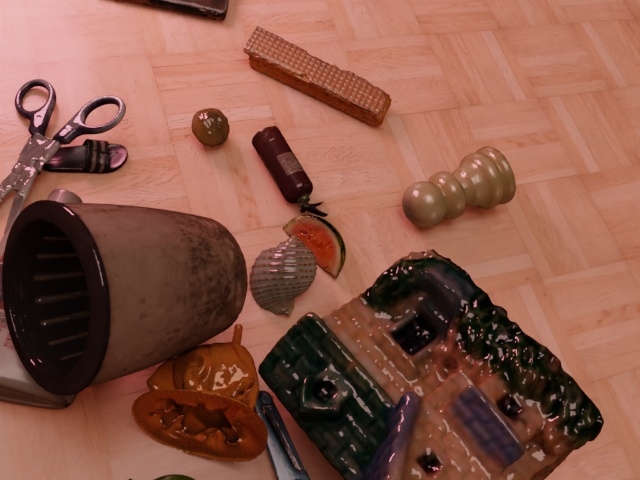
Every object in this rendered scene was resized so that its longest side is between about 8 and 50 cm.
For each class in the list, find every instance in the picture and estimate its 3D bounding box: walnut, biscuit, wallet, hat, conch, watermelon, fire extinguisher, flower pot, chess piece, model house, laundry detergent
[{"bbox_3d":[-0.243,-0.251,1.544,0.092,0.092,0.092,7,61,-12],"label":"walnut"},{"bbox_3d":[-0.006,-0.395,1.700,0.378,0.054,0.094,26,60,-1],"label":"biscuit"},{"bbox_3d":[-0.384,-0.646,1.739,0.316,0.044,0.169,8,64,-9],"label":"wallet"},{"bbox_3d":[-0.175,0.233,1.241,0.233,0.244,0.233,27,45,-9],"label":"hat"},{"bbox_3d":[-0.077,0.062,1.411,0.135,0.102,0.153,11,59,8],"label":"conch"},{"bbox_3d":[0.007,-0.010,1.487,0.163,0.069,0.087,42,59,11],"label":"watermelon"},{"bbox_3d":[-0.061,-0.146,1.547,0.099,0.071,0.231,-11,63,-51],"label":"fire extinguisher"},{"bbox_3d":[-0.308,0.071,1.157,0.330,0.293,0.294,-9,62,-51],"label":"flower pot"},{"bbox_3d":[0.301,-0.110,1.595,0.251,0.144,0.145,-22,70,-18],"label":"chess piece"},{"bbox_3d":[0.126,0.303,1.151,0.399,0.395,0.445,-25,63,-30],"label":"model house"},{"bbox_3d":[-0.510,0.088,1.265,0.263,0.125,0.398,15,57,-7],"label":"laundry detergent"}]

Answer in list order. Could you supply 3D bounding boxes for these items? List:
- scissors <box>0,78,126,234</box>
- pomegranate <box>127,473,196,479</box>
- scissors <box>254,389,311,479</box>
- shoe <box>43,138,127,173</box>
[{"bbox_3d":[-0.575,-0.168,1.413,0.255,0.029,0.384,13,61,11],"label":"scissors"},{"bbox_3d":[-0.236,0.483,1.126,0.156,0.156,0.220,-26,103,-26],"label":"pomegranate"},{"bbox_3d":[-0.046,0.453,1.242,0.180,0.032,0.393,-16,69,-22],"label":"scissors"},{"bbox_3d":[-0.493,-0.179,1.452,0.179,0.049,0.071,-5,65,-18],"label":"shoe"}]
